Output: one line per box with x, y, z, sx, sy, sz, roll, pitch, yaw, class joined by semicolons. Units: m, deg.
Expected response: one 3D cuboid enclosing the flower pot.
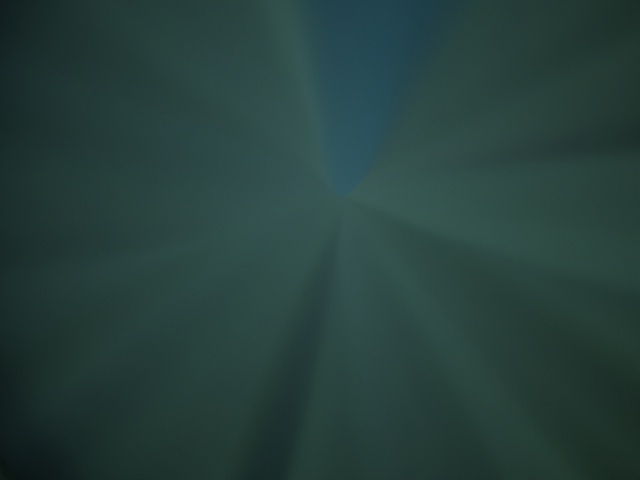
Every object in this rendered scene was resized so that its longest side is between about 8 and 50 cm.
0.000;0.000;0.487;0.202;0.212;0.212;112;161;-83;flower pot
